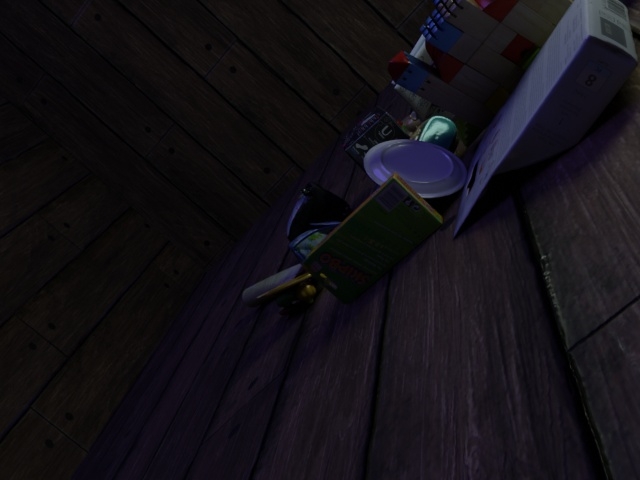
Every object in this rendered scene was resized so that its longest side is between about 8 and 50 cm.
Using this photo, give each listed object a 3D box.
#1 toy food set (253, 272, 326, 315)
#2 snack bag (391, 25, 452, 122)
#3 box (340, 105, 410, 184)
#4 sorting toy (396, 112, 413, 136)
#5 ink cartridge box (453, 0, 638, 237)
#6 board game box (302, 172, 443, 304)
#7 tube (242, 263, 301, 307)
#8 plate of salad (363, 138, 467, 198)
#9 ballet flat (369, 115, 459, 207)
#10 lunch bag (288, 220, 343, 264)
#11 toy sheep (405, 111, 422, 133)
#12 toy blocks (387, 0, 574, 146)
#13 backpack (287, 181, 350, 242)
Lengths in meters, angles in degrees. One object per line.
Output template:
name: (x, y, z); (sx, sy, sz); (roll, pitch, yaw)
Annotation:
toy food set: (-0.057, 0.128, 1.785); (0.128, 0.071, 0.218); (-26, 0, -29)
snack bag: (0.310, -0.419, 1.783); (0.323, 0.037, 0.342); (-57, -28, 0)
box: (0.160, -0.234, 1.939); (0.142, 0.163, 0.247); (-43, 10, 9)
sorting toy: (0.259, -0.342, 2.295); (0.229, 0.041, 0.307); (-54, 11, -30)
ink cartridge box: (0.362, -0.199, 1.255); (0.385, 0.091, 0.308); (-62, 0, 35)
board game box: (0.091, 0.004, 1.410); (0.259, 0.124, 0.039); (-43, 9, 24)
tube: (-0.133, 0.130, 2.134); (0.240, 0.062, 0.070); (-30, 63, 47)
plate of salad: (0.180, -0.132, 1.455); (0.200, 0.200, 0.048); (-59, -19, -49)
ballet flat: (0.190, -0.118, 1.553); (0.123, 0.123, 0.348); (-36, 16, 50)
lunch bag: (0.000, 0.000, 1.954); (0.151, 0.096, 0.129); (-34, 6, -4)
toy sheep: (0.273, -0.305, 1.962); (0.132, 0.091, 0.091); (-21, -6, -31)
toy blocks: (0.293, -0.384, 1.415); (0.381, 0.261, 0.191); (-50, 37, 29)
backpack: (-0.017, -0.058, 2.148); (0.182, 0.152, 0.115); (-59, 2, 10)
